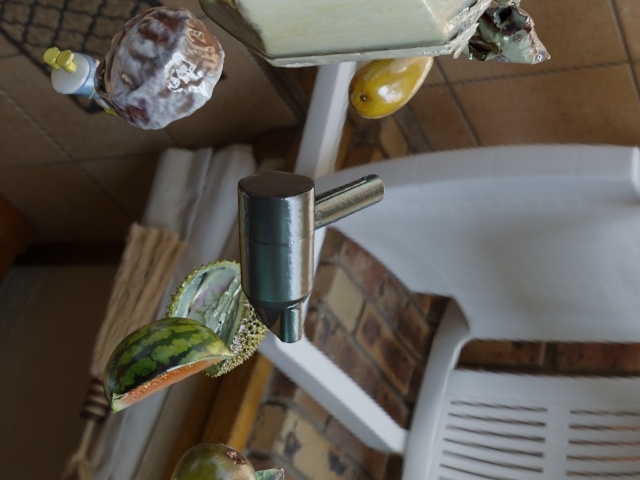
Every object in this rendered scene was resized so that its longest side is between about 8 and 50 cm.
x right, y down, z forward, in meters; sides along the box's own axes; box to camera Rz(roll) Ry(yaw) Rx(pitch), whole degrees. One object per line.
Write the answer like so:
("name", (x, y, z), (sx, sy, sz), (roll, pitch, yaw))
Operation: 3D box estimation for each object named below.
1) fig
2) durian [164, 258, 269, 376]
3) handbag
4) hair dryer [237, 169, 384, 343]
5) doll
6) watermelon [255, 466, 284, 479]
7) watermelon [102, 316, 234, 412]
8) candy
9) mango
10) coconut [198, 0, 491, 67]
("fig", (-0.192, 0.384, 1.257), (0.236, 0.124, 0.124), (-43, 122, 14))
("durian", (-0.184, 0.140, 1.724), (0.193, 0.237, 0.138), (45, -179, 10))
("handbag", (0.300, -0.388, 1.599), (0.212, 0.127, 0.235), (25, 179, 21))
("hair dryer", (0.000, 0.000, 1.392), (0.116, 0.302, 0.245), (23, 123, 39))
("doll", (-0.472, -0.327, 1.858), (0.135, 0.099, 0.241), (-20, 164, 24))
("watermelon", (-0.188, 0.525, 1.760), (0.207, 0.136, 0.202), (23, 141, -40))
("watermelon", (-0.186, 0.147, 1.053), (0.087, 0.163, 0.069), (67, 170, -20))
("candy", (-0.287, -0.305, 1.549), (0.157, 0.214, 0.289), (41, 169, -35))
("mango", (0.116, -0.251, 1.361), (0.085, 0.184, 0.102), (52, 149, -3))
("coconut", (0.039, -0.302, 0.812), (0.322, 0.323, 0.323), (14, 150, 8))
